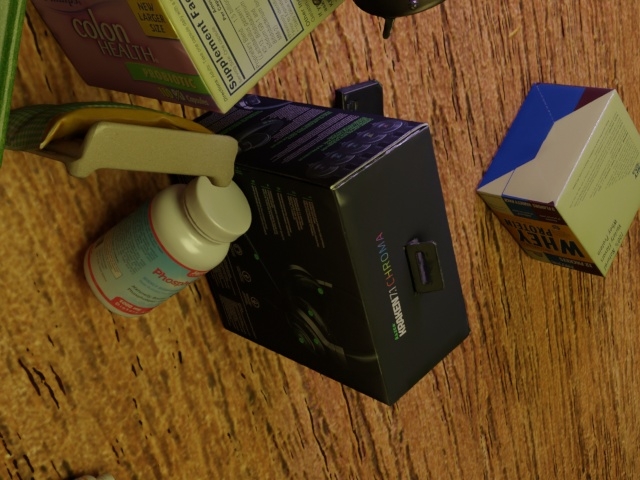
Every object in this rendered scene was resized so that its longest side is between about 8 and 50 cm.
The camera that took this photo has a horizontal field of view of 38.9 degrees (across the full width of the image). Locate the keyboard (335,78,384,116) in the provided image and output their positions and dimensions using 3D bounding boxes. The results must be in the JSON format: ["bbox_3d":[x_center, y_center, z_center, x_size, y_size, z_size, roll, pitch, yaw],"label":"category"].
[{"bbox_3d":[0.041,-0.098,1.103,0.108,0.023,0.180,-26,119,-44],"label":"keyboard"}]

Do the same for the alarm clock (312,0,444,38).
[{"bbox_3d":[0.083,-0.250,0.714,0.064,0.129,0.192,44,72,-43],"label":"alarm clock"}]

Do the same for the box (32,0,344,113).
[{"bbox_3d":[-0.093,-0.240,0.792,0.243,0.213,0.117,-47,131,-24],"label":"box"}]

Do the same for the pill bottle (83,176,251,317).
[{"bbox_3d":[-0.142,0.002,0.850,0.087,0.160,0.087,34,39,-33],"label":"pill bottle"}]

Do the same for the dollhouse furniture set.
[{"bbox_3d":[-0.223,-0.136,0.712,0.301,0.197,0.151,1,100,-43],"label":"dollhouse furniture set"}]

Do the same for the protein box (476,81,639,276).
[{"bbox_3d":[0.368,-0.090,1.339,0.201,0.136,0.200,42,72,-42],"label":"protein box"}]

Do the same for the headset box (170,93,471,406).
[{"bbox_3d":[0.000,0.000,0.908,0.131,0.283,0.246,-35,124,-31],"label":"headset box"}]

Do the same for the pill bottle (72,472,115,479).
[{"bbox_3d":[-0.248,0.265,0.918,0.083,0.043,0.043,-17,114,-39],"label":"pill bottle"}]
